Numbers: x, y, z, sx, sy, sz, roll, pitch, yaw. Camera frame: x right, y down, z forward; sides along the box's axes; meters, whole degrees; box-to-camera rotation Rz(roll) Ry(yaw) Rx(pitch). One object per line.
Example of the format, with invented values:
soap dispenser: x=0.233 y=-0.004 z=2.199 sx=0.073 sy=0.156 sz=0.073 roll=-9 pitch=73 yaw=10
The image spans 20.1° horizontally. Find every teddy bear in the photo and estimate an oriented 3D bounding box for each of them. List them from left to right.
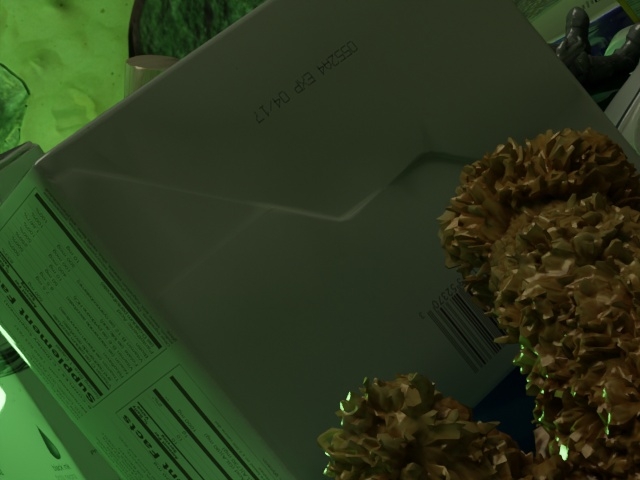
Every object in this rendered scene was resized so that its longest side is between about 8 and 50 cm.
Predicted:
teddy bear: x=0.133 y=0.055 z=0.599 sx=0.338 sy=0.245 sz=0.113 roll=-62 pitch=-14 yaw=-52

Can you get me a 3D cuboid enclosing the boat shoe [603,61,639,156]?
boat shoe: x=0.233 y=-0.066 z=1.073 sx=0.267 sy=0.096 sz=0.088 roll=-61 pitch=24 yaw=0

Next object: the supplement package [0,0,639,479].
supplement package: x=0.000 y=0.000 z=0.865 sx=0.262 sy=0.204 sz=0.145 roll=-39 pitch=1 yaw=-32

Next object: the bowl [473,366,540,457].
bowl: x=0.032 y=0.174 z=0.792 sx=0.391 sy=0.077 sz=0.391 roll=-32 pitch=10 yaw=6

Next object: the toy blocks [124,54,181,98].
toy blocks: x=0.047 y=0.011 z=1.258 sx=0.309 sy=0.260 sz=0.289 roll=-14 pitch=26 yaw=-41

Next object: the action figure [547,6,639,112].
action figure: x=0.118 y=-0.099 z=1.106 sx=0.137 sy=0.063 sz=0.232 roll=16 pitch=25 yaw=34

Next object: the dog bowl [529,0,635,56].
dog bowl: x=0.291 y=-0.190 z=1.697 sx=0.265 sy=0.104 sz=0.265 roll=-32 pitch=10 yaw=6

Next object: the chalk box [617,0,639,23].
chalk box: x=0.302 y=-0.228 z=1.221 sx=0.213 sy=0.132 sz=0.132 roll=-51 pitch=17 yaw=-30

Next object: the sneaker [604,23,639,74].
sneaker: x=0.311 y=-0.101 z=1.290 sx=0.256 sy=0.094 sz=0.151 roll=-11 pitch=41 yaw=35

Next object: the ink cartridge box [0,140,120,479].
ink cartridge box: x=-0.220 y=0.087 z=1.398 sx=0.121 sy=0.289 sz=0.211 roll=-38 pitch=10 yaw=-28
